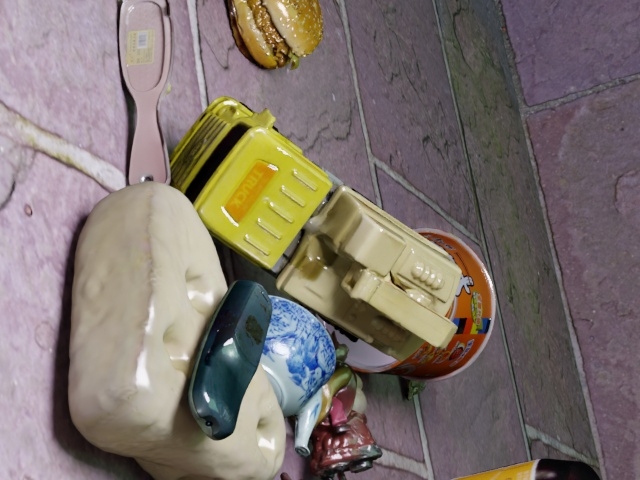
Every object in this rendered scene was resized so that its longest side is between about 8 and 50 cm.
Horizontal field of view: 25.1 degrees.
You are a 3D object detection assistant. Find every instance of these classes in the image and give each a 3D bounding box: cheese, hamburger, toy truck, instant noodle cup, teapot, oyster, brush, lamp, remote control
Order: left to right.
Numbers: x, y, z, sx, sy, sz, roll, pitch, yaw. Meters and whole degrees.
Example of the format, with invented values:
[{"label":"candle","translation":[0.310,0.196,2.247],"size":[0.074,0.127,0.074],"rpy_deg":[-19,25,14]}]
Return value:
[{"label":"brush","translation":[-0.213,-0.178,1.829],"size":[0.067,0.072,0.312],"rpy_deg":[64,18,-61]},{"label":"cheese","translation":[-0.156,0.112,1.638],"size":[0.351,0.130,0.328],"rpy_deg":[43,36,-52]},{"label":"remote control","translation":[-0.096,0.123,1.548],"size":[0.072,0.042,0.222],"rpy_deg":[58,28,-28]},{"label":"teapot","translation":[-0.075,0.160,1.803],"size":[0.232,0.159,0.159],"rpy_deg":[47,26,-11]},{"label":"hamburger","translation":[-0.067,-0.367,2.279],"size":[0.191,0.118,0.181],"rpy_deg":[-62,135,-68]},{"label":"toy truck","translation":[0.000,0.000,1.819],"size":[0.405,0.180,0.254],"rpy_deg":[36,-1,-27]},{"label":"lamp","translation":[0.004,0.206,2.004],"size":[0.118,0.118,0.253],"rpy_deg":[27,42,-63]},{"label":"instant noodle cup","translation":[0.118,0.101,2.227],"size":[0.192,0.250,0.250],"rpy_deg":[3,71,-59]},{"label":"oyster","translation":[0.157,0.217,2.505],"size":[0.086,0.029,0.132],"rpy_deg":[61,26,-13]}]

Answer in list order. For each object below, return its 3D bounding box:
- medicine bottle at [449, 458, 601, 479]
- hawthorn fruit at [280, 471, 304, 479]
[{"label":"medicine bottle","translation":[0.180,0.432,1.878],"size":[0.242,0.395,0.242],"rpy_deg":[44,35,-44]},{"label":"hawthorn fruit","translation":[-0.032,0.376,1.638],"size":[0.208,0.208,0.248],"rpy_deg":[45,39,-51]}]
